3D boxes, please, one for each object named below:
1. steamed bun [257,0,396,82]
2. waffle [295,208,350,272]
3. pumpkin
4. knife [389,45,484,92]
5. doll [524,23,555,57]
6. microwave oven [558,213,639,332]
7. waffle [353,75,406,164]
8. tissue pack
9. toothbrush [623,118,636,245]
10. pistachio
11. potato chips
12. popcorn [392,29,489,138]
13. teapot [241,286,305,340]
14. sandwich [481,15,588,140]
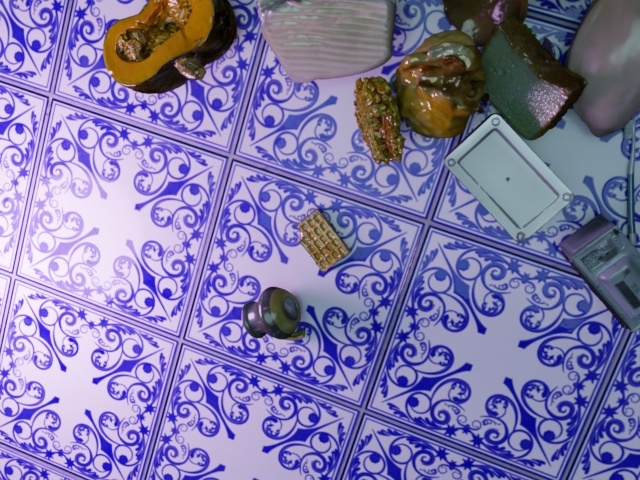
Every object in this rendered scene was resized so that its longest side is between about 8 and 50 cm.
[{"bbox_3d":[0.021,-0.502,1.442,0.291,0.273,0.272,0,57,9],"label":"steamed bun"},{"bbox_3d":[0.000,0.000,1.626,0.092,0.021,0.135,-39,90,15],"label":"waffle"},{"bbox_3d":[-0.336,-0.453,1.562,0.317,0.139,0.221,-32,89,14],"label":"pumpkin"},{"bbox_3d":[0.273,-0.377,1.504,0.244,0.032,0.058,-14,96,10],"label":"knife"},{"bbox_3d":[0.452,-0.372,1.453,0.115,0.050,0.190,-16,92,21],"label":"doll"},{"bbox_3d":[0.621,0.068,1.433,0.122,0.162,0.208,-40,94,16],"label":"microwave oven"},{"bbox_3d":[0.126,-0.260,1.468,0.070,0.197,0.193,-16,108,-5],"label":"waffle"},{"bbox_3d":[0.400,-0.137,1.457,0.159,0.136,0.246,-42,88,15],"label":"tissue pack"},{"bbox_3d":[0.667,-0.123,1.461,0.025,0.019,0.275,-1,99,18],"label":"toothbrush"},{"bbox_3d":[0.600,-0.368,1.351,0.226,0.208,0.331,2,116,-25],"label":"pistachio"},{"bbox_3d":[0.347,-0.498,1.403,0.195,0.208,0.062,23,63,28],"label":"potato chips"},{"bbox_3d":[0.253,-0.328,1.408,0.191,0.253,0.190,32,68,-2],"label":"popcorn"},{"bbox_3d":[-0.108,0.190,1.640,0.119,0.130,0.165,-20,127,29],"label":"teapot"},{"bbox_3d":[0.416,-0.327,1.387,0.065,0.186,0.214,-33,76,-25],"label":"sandwich"}]
